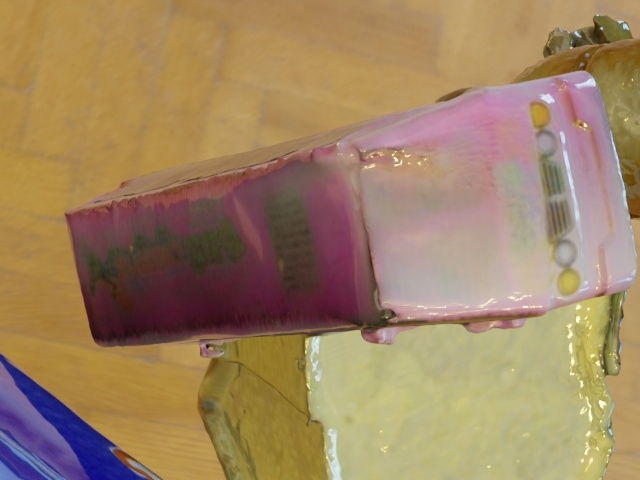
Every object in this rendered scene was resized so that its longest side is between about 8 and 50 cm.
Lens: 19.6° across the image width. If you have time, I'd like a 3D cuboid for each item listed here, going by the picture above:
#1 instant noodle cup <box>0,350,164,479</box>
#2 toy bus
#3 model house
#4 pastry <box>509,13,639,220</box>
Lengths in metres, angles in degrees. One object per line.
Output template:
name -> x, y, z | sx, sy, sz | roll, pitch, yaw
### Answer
instant noodle cup -> -0.073, 0.188, 0.517 | 0.312, 0.284, 0.284 | 31, 77, 8
toy bus -> 0.000, -0.001, 0.733 | 0.112, 0.274, 0.090 | -13, 91, -30
model house -> 0.047, 0.061, 1.387 | 0.261, 0.266, 0.321 | -10, 103, -27
pastry -> 0.220, -0.078, 1.020 | 0.257, 0.236, 0.120 | -10, 93, -16
